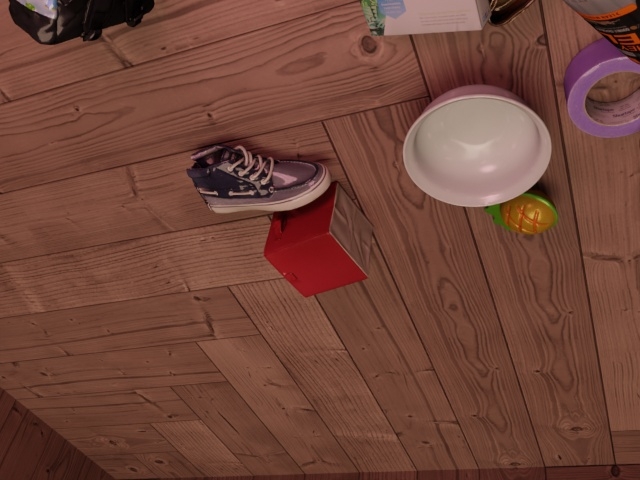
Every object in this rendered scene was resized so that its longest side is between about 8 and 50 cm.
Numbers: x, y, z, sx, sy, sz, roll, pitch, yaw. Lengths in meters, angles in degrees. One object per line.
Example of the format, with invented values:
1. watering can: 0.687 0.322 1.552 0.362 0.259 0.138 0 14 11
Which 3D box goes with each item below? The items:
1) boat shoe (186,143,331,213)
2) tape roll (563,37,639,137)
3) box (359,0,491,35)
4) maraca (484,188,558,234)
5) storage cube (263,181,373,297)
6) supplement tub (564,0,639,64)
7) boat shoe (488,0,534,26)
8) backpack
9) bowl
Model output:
1. boat shoe: -0.155 -0.156 1.608 0.340 0.127 0.158 -9 142 22
2. tape roll: 0.580 -0.300 1.339 0.189 0.080 0.189 6 137 5
3. box: 0.147 -0.507 1.169 0.232 0.058 0.322 8 140 35
4. maraca: 0.472 -0.066 1.607 0.185 0.099 0.127 -5 131 53
5. storage cube: 0.000 0.000 1.706 0.193 0.184 0.215 -19 130 28
6. supplement tub: 0.534 -0.414 1.099 0.338 0.207 0.207 21 139 -34
7. boat shoe: 0.381 -0.473 1.181 0.095 0.095 0.257 26 136 -16
8. backpack: -0.398 -0.551 1.120 0.273 0.290 0.355 41 136 6
9. bowl: 0.326 -0.221 1.437 0.298 0.134 0.298 6 138 5
